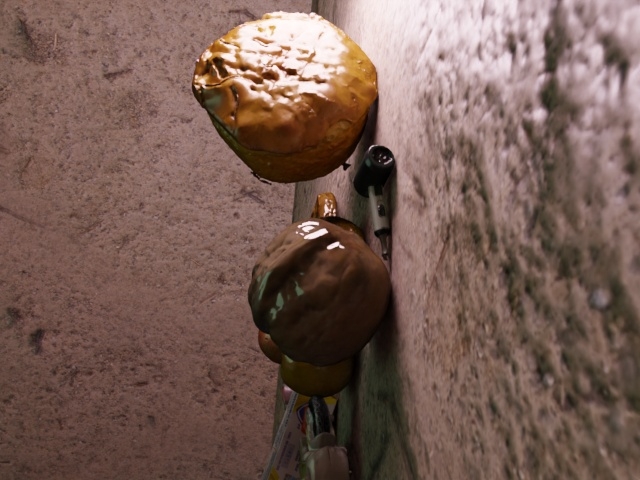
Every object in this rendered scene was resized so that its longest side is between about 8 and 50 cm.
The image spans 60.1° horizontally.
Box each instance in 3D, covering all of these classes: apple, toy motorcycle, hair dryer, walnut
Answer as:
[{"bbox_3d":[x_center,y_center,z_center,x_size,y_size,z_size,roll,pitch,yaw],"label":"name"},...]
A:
[{"bbox_3d":[-0.009,0.246,1.171,0.182,0.155,0.182,178,90,-81],"label":"apple"},{"bbox_3d":[0.006,0.493,1.097,0.223,0.108,0.340,-118,27,-59],"label":"toy motorcycle"},{"bbox_3d":[0.104,-0.059,0.962,0.100,0.057,0.197,112,153,-66],"label":"hair dryer"},{"bbox_3d":[-0.107,0.302,1.795,0.174,0.188,0.188,118,157,-47],"label":"apple"},{"bbox_3d":[0.000,0.083,0.940,0.248,0.248,0.248,-175,90,-83],"label":"walnut"}]

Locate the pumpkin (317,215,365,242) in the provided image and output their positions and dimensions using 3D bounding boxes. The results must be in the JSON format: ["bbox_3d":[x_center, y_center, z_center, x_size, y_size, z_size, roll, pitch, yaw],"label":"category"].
[{"bbox_3d":[0.009,0.053,1.156,0.219,0.162,0.219,-171,90,-84],"label":"pumpkin"}]

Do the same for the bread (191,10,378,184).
[{"bbox_3d":[-0.074,-0.320,1.201,0.215,0.398,0.398,85,-176,-56],"label":"bread"}]

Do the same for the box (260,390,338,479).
[{"bbox_3d":[-0.056,0.488,1.337,0.168,0.097,0.265,117,174,-70],"label":"box"}]

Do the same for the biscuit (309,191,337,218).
[{"bbox_3d":[-0.002,-0.001,1.593,0.296,0.075,0.296,-175,90,-83],"label":"biscuit"}]

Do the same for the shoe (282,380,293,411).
[{"bbox_3d":[-0.047,0.505,1.505,0.137,0.114,0.291,107,160,-64],"label":"shoe"}]
